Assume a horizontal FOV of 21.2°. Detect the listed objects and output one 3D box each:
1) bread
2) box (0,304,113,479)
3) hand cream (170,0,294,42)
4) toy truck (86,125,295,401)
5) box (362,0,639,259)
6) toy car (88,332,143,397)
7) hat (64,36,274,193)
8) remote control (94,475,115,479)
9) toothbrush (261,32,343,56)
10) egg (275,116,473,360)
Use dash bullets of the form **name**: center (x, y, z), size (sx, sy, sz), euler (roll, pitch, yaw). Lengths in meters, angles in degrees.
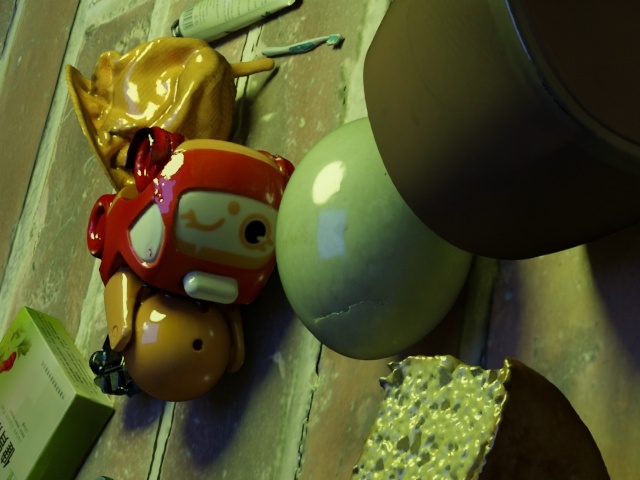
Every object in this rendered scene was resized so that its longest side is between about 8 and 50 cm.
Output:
- **bread**: center (0.114, 0.264, 1.328), size (0.194, 0.179, 0.340), euler (12, 81, 59)
- **box**: center (-0.362, 0.214, 2.151), size (0.175, 0.062, 0.260), euler (-59, 33, 8)
- **hand cream**: center (-0.103, -0.300, 2.168), size (0.234, 0.050, 0.080), euler (-18, 53, 43)
- **toy truck**: center (-0.137, 0.030, 1.844), size (0.265, 0.189, 0.239), euler (-54, 36, 40)
- **box**: center (0.184, -0.136, 1.418), size (0.216, 0.301, 0.301), euler (-36, 41, 44)
- **toy car**: center (-0.205, 0.087, 2.017), size (0.103, 0.063, 0.216), euler (-21, 45, 46)
- **hat**: center (-0.157, -0.161, 2.077), size (0.233, 0.244, 0.233), euler (-27, 71, 4)
- **remote control**: center (-0.227, 0.320, 1.917), size (0.043, 0.027, 0.152), euler (-49, 36, 12)
- **toothbrush**: center (-0.023, -0.232, 2.030), size (0.162, 0.014, 0.017), euler (1, 50, 56)
- **egg**: center (0.051, -0.003, 1.595), size (0.186, 0.186, 0.253), euler (-29, 44, 42)
